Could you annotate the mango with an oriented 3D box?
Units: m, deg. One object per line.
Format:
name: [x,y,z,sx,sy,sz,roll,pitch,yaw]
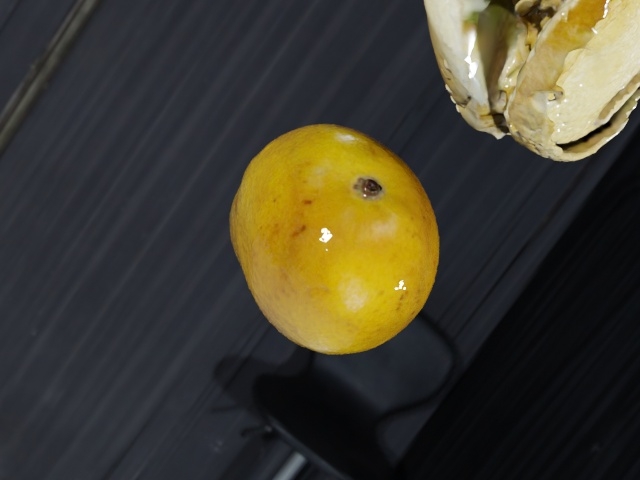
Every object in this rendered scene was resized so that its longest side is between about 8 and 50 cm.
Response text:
mango: [0.001,-0.006,0.547,0.089,0.115,0.165,1,21,-19]

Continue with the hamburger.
hamburger: [0.175,-0.176,0.735,0.146,0.243,0.286,33,32,27]
